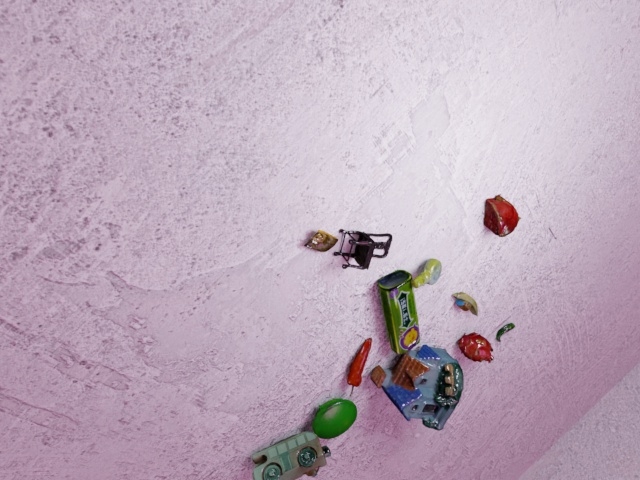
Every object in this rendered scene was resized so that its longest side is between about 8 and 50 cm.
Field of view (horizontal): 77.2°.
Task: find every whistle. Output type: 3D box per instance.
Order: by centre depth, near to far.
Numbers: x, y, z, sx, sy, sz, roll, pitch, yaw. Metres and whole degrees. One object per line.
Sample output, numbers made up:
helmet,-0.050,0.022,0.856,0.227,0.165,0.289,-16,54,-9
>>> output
whistle,0.404,0.134,1.539,0.198,0.057,0.104,-22,120,-44

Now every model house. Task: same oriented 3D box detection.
model house,0.391,0.595,1.697,0.329,0.252,0.295,21,104,-25

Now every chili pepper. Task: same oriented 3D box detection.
chili pepper,0.155,0.521,1.648,0.063,0.071,0.272,18,103,10
chili pepper,0.912,0.449,1.983,0.055,0.035,0.118,42,88,-17

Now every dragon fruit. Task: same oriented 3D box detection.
dragon fruit,0.732,-0.103,1.578,0.161,0.127,0.120,-18,128,-16
dragon fruit,0.717,0.490,1.836,0.136,0.166,0.133,-35,150,-41

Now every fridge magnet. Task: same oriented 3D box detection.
fridge magnet,0.060,0.753,1.699,0.208,0.088,0.208,-11,119,-20

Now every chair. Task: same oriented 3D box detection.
chair,0.171,0.032,1.389,0.229,0.113,0.106,4,114,-23

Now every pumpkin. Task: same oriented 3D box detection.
pumpkin,0.000,0.001,1.338,0.101,0.035,0.073,23,114,-35

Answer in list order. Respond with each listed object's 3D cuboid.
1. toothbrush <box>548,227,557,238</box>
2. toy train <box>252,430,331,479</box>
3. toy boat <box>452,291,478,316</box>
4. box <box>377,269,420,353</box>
toothbrush,1.061,-0.032,1.831,0.097,0.008,0.006,38,81,-33
toy train,-0.121,0.901,1.638,0.326,0.159,0.129,-20,133,-10
toy boat,0.637,0.277,1.751,0.172,0.065,0.066,37,82,-29
box,0.314,0.284,1.586,0.134,0.097,0.345,-28,123,-20
